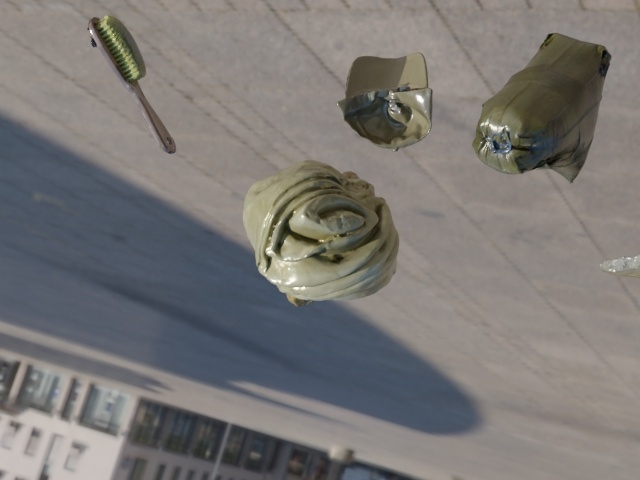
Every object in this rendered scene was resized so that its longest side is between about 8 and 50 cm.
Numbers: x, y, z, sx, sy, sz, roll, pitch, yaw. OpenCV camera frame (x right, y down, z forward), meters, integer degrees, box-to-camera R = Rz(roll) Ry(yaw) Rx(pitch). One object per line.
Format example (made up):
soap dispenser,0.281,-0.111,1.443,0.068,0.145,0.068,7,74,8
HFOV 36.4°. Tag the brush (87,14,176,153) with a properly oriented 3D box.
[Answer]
brush,-0.361,-0.314,1.955,0.067,0.072,0.312,-20,110,22

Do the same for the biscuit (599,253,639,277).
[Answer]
biscuit,0.761,0.053,2.108,0.141,0.038,0.290,18,159,-31

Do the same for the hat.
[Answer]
hat,0.128,-0.249,1.729,0.166,0.144,0.173,-2,-157,15

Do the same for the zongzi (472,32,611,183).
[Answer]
zongzi,0.322,-0.131,1.439,0.125,0.251,0.274,28,144,31

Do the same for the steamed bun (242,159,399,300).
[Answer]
steamed bun,0.003,-0.001,1.862,0.276,0.289,0.203,-25,-166,10

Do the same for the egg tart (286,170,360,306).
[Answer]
egg tart,0.042,0.017,2.211,0.153,0.339,0.351,24,128,17
